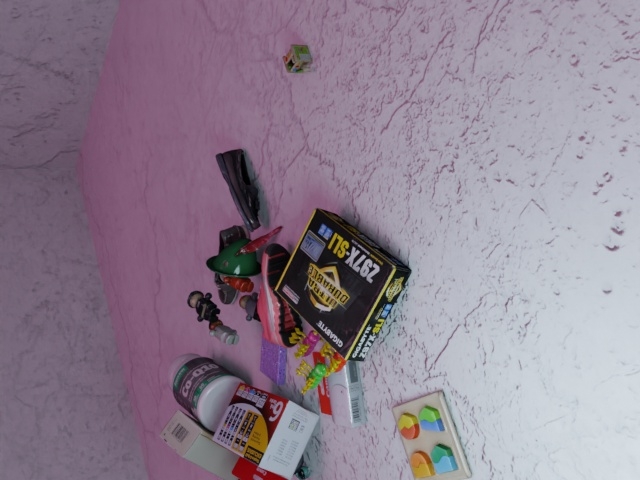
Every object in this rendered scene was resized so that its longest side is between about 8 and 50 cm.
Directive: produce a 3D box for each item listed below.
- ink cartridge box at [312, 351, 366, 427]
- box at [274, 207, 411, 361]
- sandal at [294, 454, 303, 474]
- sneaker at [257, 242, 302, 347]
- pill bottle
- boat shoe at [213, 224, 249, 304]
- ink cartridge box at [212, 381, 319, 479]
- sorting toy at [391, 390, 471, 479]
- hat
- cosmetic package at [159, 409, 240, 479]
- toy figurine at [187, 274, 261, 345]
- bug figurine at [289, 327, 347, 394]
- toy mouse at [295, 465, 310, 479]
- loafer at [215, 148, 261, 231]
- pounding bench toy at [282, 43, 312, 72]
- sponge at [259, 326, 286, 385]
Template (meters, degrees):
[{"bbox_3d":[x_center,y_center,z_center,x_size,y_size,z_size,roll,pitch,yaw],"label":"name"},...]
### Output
[{"bbox_3d":[0.031,0.405,1.826,0.232,0.066,0.188,-11,86,54],"label":"ink cartridge box"},{"bbox_3d":[0.046,0.102,1.639,0.322,0.079,0.257,40,107,43],"label":"box"},{"bbox_3d":[-0.122,0.659,2.086,0.254,0.097,0.054,-144,42,-61],"label":"sandal"},{"bbox_3d":[-0.150,0.166,1.980,0.136,0.116,0.313,-5,91,44],"label":"sneaker"},{"bbox_3d":[-0.417,0.541,2.410,0.361,0.204,0.204,13,106,56],"label":"pill bottle"},{"bbox_3d":[-0.331,0.088,2.294,0.112,0.096,0.335,51,135,40],"label":"boat shoe"},{"bbox_3d":[-0.185,0.600,2.001,0.310,0.130,0.271,-2,58,56],"label":"ink cartridge box"},{"bbox_3d":[0.243,0.459,1.514,0.208,0.038,0.192,-41,61,53],"label":"sorting toy"},{"bbox_3d":[-0.249,0.003,2.097,0.173,0.209,0.183,-121,37,-63],"label":"hat"},{"bbox_3d":[-0.398,0.723,2.311,0.160,0.309,0.113,24,72,41],"label":"cosmetic package"},{"bbox_3d":[-0.298,0.210,2.137,0.148,0.213,0.209,28,154,45],"label":"toy figurine"},{"bbox_3d":[0.005,0.275,1.761,0.216,0.072,0.279,-55,31,27],"label":"bug figurine"},{"bbox_3d":[-0.035,0.736,2.007,0.161,0.031,0.143,39,127,48],"label":"toy mouse"},{"bbox_3d":[-0.245,-0.171,2.121,0.109,0.095,0.302,71,173,-66],"label":"loafer"},{"bbox_3d":[-0.061,-0.480,1.808,0.065,0.052,0.083,-40,63,53],"label":"pounding bench toy"},{"bbox_3d":[-0.150,0.346,2.116,0.117,0.031,0.209,27,117,52],"label":"sponge"}]
